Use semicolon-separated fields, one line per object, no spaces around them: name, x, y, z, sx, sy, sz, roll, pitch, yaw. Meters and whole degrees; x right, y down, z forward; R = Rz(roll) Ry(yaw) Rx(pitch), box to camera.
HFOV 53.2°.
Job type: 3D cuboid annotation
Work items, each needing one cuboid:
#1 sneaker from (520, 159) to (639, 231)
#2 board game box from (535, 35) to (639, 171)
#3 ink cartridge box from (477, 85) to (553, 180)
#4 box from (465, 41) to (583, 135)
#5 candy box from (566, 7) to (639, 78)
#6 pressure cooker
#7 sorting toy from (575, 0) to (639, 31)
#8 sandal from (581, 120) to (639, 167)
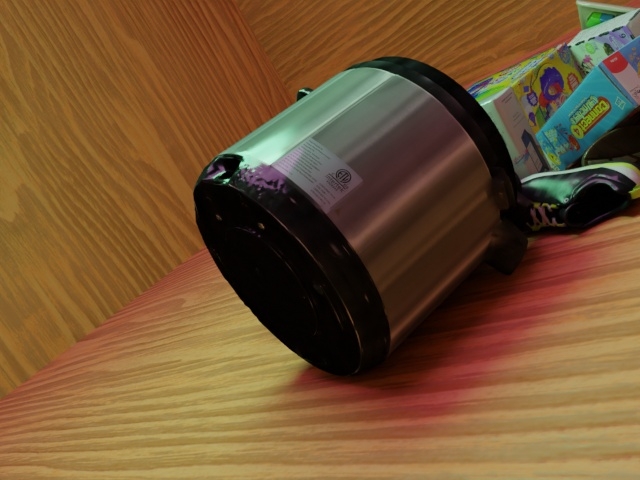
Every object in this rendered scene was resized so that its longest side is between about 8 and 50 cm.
sneaker;0.354;-0.057;0.939;0.234;0.084;0.097;-21;16;42
board game box;0.537;-0.263;1.070;0.308;0.086;0.302;-33;-11;-9
ink cartridge box;0.290;-0.127;1.086;0.154;0.212;0.093;-22;11;42
box;0.425;-0.280;1.485;0.290;0.177;0.279;-39;15;-34
candy box;0.655;-0.397;1.391;0.070;0.165;0.196;-45;13;-11
pressure cooker;0.078;-0.056;0.941;0.420;0.370;0.375;-41;18;-25
sorting toy;0.676;-0.457;1.436;0.193;0.208;0.038;26;85;36
sandal;0.492;-0.149;0.985;0.219;0.090;0.060;-36;-5;-13
